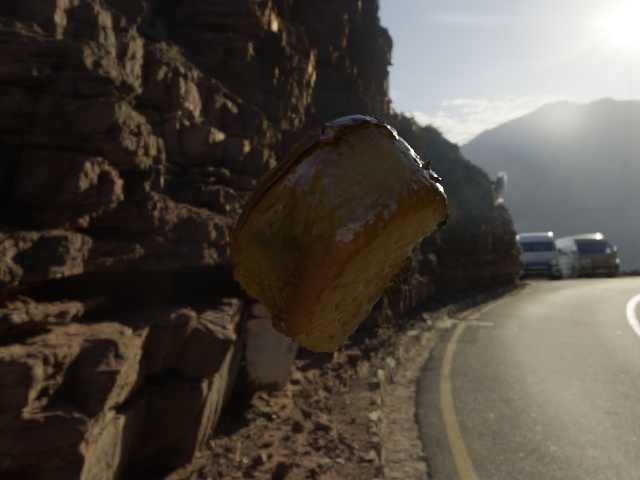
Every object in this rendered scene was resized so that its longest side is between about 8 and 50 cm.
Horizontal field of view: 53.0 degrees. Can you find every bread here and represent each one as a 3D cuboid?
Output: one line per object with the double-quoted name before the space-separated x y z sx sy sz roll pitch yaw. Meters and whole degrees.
"bread" -0.004 0.001 0.666 0.147 0.160 0.261 -8 -37 -53
